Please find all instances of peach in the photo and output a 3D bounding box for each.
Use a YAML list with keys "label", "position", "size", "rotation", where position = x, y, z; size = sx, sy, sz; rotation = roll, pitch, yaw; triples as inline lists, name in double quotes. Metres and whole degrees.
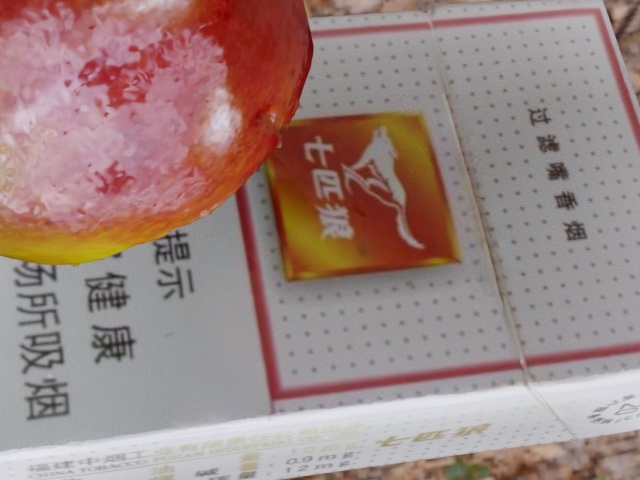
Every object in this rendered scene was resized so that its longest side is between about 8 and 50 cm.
- label: "peach"
  position: [-0.082, -0.060, 0.428]
  size: [0.151, 0.151, 0.118]
  rotation: [0, 176, -12]

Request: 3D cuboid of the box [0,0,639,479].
- label: "box"
  position: [0.000, 0.000, 0.636]
  size: [0.330, 0.210, 0.095]
  rotation: [-5, 153, -12]
